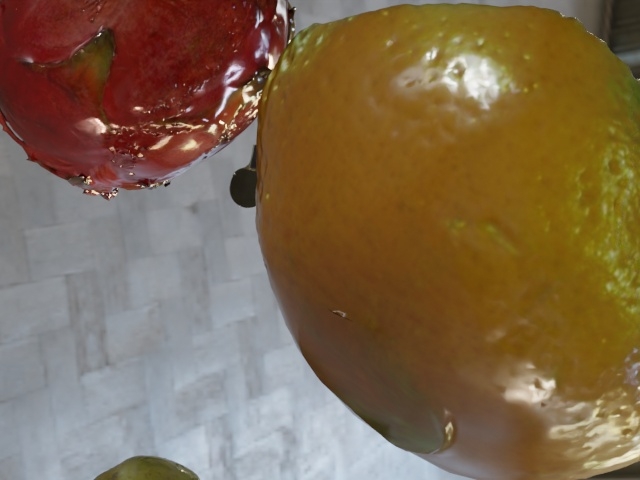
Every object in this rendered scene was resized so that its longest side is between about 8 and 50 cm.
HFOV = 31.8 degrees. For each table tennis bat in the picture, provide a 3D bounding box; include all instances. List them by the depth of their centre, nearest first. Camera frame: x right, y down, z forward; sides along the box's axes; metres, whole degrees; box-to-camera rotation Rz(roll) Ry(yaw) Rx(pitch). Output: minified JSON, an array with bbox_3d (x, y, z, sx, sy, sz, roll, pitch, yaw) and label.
[{"bbox_3d":[-0.090,-0.083,1.456,0.050,0.007,0.083,10,92,-20],"label":"table tennis bat"}]

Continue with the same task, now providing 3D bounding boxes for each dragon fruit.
[{"bbox_3d":[-0.176,-0.197,1.068,0.301,0.295,0.295,-48,143,1],"label":"dragon fruit"}]

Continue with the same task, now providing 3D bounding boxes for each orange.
[{"bbox_3d":[0.093,0.017,0.653,0.196,0.263,0.334,-51,126,-41],"label":"orange"}]

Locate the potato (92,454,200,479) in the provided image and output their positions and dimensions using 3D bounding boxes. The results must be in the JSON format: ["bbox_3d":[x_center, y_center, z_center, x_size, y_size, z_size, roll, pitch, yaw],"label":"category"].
[{"bbox_3d":[-0.122,0.271,0.981,0.194,0.157,0.157,54,36,-20],"label":"potato"}]

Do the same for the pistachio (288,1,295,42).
[{"bbox_3d":[-0.151,-0.304,1.857,0.212,0.261,0.163,62,-7,-35],"label":"pistachio"}]
